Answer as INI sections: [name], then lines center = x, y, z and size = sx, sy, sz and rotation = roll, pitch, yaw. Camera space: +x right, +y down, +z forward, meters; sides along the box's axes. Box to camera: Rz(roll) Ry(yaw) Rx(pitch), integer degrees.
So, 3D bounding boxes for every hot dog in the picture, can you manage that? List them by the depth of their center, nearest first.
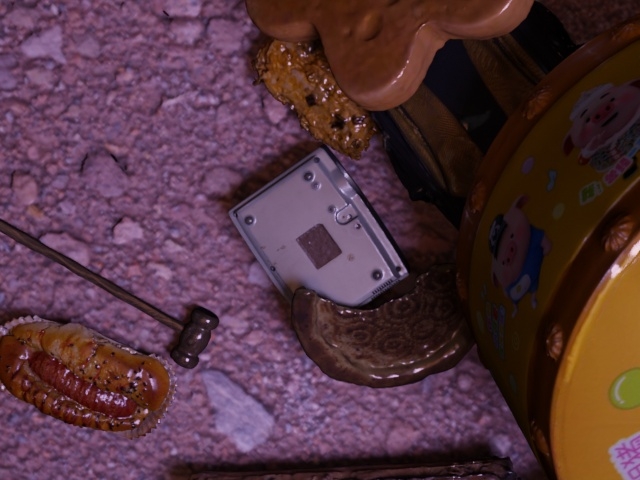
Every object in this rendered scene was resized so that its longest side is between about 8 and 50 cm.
[hot dog]
center = -0.234, 0.131, 1.133
size = 0.192, 0.053, 0.099
rotation = 20, 95, 0

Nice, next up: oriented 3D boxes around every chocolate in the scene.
[chocolate]
center = 0.030, 0.249, 1.117
size = 0.329, 0.065, 0.102
rotation = -5, 128, 5

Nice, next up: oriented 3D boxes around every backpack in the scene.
[backpack]
center = 0.164, -0.090, 1.003
size = 0.206, 0.133, 0.258
rotation = -43, 66, 24

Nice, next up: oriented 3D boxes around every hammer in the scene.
[hammer]
center = -0.237, 0.031, 1.138
size = 0.292, 0.029, 0.058
rotation = 29, 96, 3

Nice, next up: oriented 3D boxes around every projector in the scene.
[projector]
center = 0.000, 0.000, 1.094
size = 0.115, 0.061, 0.147
rotation = -35, 93, 6

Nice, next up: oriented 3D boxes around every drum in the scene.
[drum]
center = 0.324, 0.034, 0.873
size = 0.431, 0.214, 0.431
rotation = -6, 121, -10

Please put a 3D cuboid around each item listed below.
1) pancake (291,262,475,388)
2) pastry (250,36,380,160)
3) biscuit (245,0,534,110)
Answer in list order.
[pancake]
center = 0.075, 0.066, 1.075
size = 0.190, 0.020, 0.184
rotation = -42, 120, 11
[pastry]
center = 0.001, -0.142, 1.079
size = 0.140, 0.056, 0.080
rotation = 37, 110, -2
[biscuit]
center = 0.039, -0.289, 0.998
size = 0.275, 0.052, 0.355
rotation = -35, 66, 18
